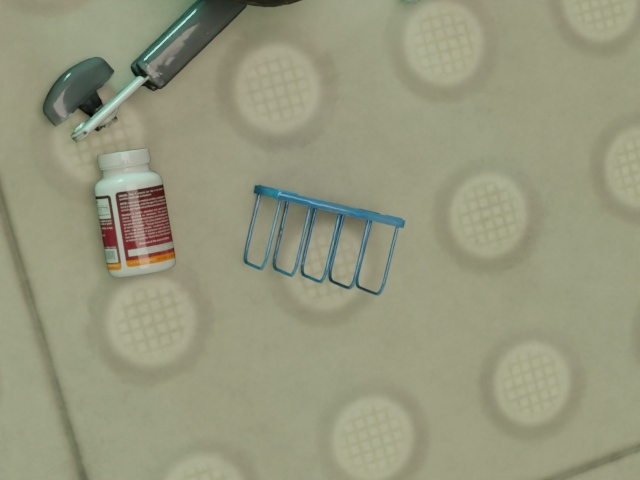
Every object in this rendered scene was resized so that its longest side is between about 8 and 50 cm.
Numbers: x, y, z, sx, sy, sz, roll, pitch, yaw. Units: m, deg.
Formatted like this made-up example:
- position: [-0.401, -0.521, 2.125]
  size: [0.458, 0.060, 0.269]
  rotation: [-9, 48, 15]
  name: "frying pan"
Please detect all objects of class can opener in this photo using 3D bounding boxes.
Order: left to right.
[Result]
- position: [-0.219, -0.233, 1.855]
  size: [0.283, 0.076, 0.095]
  rotation: [-46, 104, -12]
  name: "can opener"

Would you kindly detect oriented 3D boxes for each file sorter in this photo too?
- position: [0.000, 0.000, 1.911]
  size: [0.170, 0.118, 0.104]
  rotation: [12, 92, -17]
  name: "file sorter"

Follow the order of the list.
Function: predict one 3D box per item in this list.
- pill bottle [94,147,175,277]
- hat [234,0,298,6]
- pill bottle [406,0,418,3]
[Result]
- position: [-0.231, -0.035, 1.852]
  size: [0.086, 0.086, 0.152]
  rotation: [-10, 95, -17]
  name: "pill bottle"
- position: [-0.129, -0.424, 1.834]
  size: [0.331, 0.134, 0.331]
  rotation: [11, 71, -35]
  name: "hat"
- position: [0.159, -0.373, 1.964]
  size: [0.137, 0.078, 0.078]
  rotation: [-35, 101, -13]
  name: "pill bottle"
